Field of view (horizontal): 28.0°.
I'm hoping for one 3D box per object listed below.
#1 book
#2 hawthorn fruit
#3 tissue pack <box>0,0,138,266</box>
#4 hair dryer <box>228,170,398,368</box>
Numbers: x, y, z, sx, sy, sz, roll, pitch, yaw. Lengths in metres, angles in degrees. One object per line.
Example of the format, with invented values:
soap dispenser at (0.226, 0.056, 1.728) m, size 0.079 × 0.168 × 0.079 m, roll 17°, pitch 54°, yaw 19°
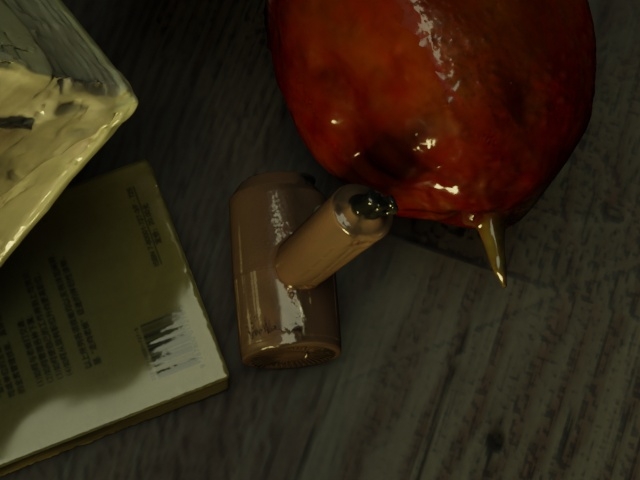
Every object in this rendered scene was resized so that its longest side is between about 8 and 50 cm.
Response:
book at (-0.188, 0.060, 0.797) m, size 0.231 × 0.026 × 0.161 m, roll -20°, pitch 73°, yaw -5°
hawthorn fruit at (0.069, -0.094, 0.754) m, size 0.190 × 0.189 × 0.251 m, roll -16°, pitch 68°, yaw -3°
tissue pack at (-0.327, -0.110, 0.704) m, size 0.297 × 0.207 × 0.380 m, roll -49°, pitch 68°, yaw 20°
hair dryer at (0.000, 0.000, 0.734) m, size 0.064 × 0.182 × 0.117 m, roll 2°, pitch 71°, yaw -23°
